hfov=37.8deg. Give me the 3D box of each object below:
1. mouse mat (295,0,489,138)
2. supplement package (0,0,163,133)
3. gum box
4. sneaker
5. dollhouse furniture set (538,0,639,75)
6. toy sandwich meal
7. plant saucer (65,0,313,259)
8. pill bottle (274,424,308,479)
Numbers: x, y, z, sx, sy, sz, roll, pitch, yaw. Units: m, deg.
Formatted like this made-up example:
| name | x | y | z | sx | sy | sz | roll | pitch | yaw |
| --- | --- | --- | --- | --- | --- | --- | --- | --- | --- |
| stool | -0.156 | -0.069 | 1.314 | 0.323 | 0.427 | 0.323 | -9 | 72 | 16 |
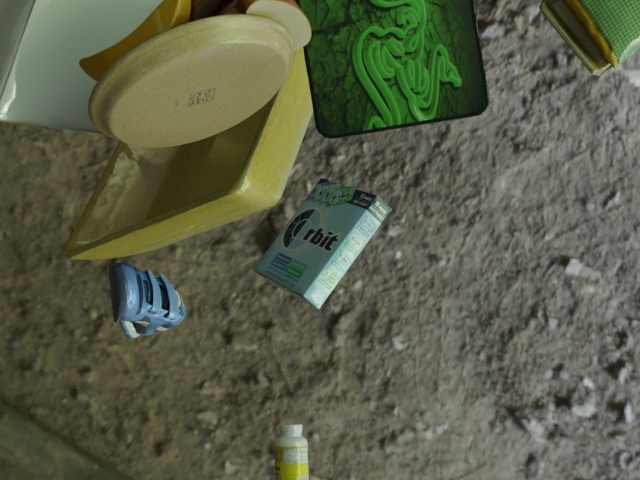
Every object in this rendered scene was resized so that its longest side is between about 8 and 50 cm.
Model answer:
| name | x | y | z | sx | sy | sz | roll | pitch | yaw |
| --- | --- | --- | --- | --- | --- | --- | --- | --- | --- |
| mouse mat | 0.057 | -0.189 | 0.796 | 0.153 | 0.007 | 0.189 | -10 | 93 | -3 |
| supplement package | -0.358 | -0.265 | 1.065 | 0.293 | 0.177 | 0.175 | 33 | 107 | 28 |
| gum box | 0.000 | 0.000 | 1.416 | 0.041 | 0.184 | 0.157 | 41 | 169 | -33 |
| sneaker | -0.155 | 0.051 | 0.836 | 0.059 | 0.144 | 0.053 | -7 | 76 | -3 |
| dollhouse furniture set | 0.384 | -0.405 | 1.329 | 0.197 | 0.151 | 0.301 | -39 | 84 | 13 |
| toy sandwich meal | -0.046 | -0.064 | 0.334 | 0.086 | 0.086 | 0.029 | -34 | 71 | 33 |
| plant saucer | -0.114 | -0.126 | 1.050 | 0.333 | 0.332 | 0.081 | -16 | 135 | 44 |
| pill bottle | -0.038 | 0.280 | 1.205 | 0.043 | 0.043 | 0.083 | -6 | 79 | 24 |
